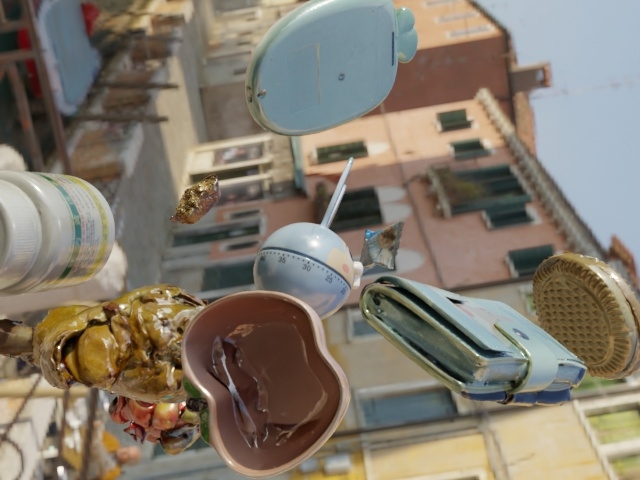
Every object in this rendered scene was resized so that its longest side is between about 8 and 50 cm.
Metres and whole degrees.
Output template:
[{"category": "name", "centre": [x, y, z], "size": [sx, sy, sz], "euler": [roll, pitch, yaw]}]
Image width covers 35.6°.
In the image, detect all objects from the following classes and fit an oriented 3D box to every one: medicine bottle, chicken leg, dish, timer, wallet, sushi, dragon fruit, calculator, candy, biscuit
[{"category": "medicine bottle", "centre": [-0.503, -0.012, 1.662], "size": [0.340, 0.208, 0.208], "euler": [-7, 88, -78]}, {"category": "chicken leg", "centre": [-0.353, 0.155, 1.495], "size": [0.295, 0.410, 0.181], "euler": [-13, 106, -67]}, {"category": "dish", "centre": [-0.054, 0.156, 1.139], "size": [0.090, 0.213, 0.213], "euler": [0, 81, -64]}, {"category": "timer", "centre": [0.009, 0.019, 1.574], "size": [0.175, 0.255, 0.175], "euler": [41, -20, 19]}, {"category": "wallet", "centre": [0.176, 0.113, 1.113], "size": [0.176, 0.075, 0.250], "euler": [37, 14, 37]}, {"category": "sushi", "centre": [-0.228, -0.074, 1.821], "size": [0.118, 0.062, 0.060], "euler": [-57, 131, -24]}, {"category": "dragon fruit", "centre": [-0.311, 0.300, 1.957], "size": [0.227, 0.243, 0.307], "euler": [-65, 169, 6]}, {"category": "calculator", "centre": [0.025, -0.235, 1.303], "size": [0.042, 0.295, 0.184], "euler": [32, -44, 40]}, {"category": "candy", "centre": [0.107, 0.016, 1.781], "size": [0.136, 0.038, 0.088], "euler": [-14, -121, 61]}, {"category": "biscuit", "centre": [0.484, 0.137, 1.803], "size": [0.259, 0.079, 0.259], "euler": [45, -32, 39]}]
